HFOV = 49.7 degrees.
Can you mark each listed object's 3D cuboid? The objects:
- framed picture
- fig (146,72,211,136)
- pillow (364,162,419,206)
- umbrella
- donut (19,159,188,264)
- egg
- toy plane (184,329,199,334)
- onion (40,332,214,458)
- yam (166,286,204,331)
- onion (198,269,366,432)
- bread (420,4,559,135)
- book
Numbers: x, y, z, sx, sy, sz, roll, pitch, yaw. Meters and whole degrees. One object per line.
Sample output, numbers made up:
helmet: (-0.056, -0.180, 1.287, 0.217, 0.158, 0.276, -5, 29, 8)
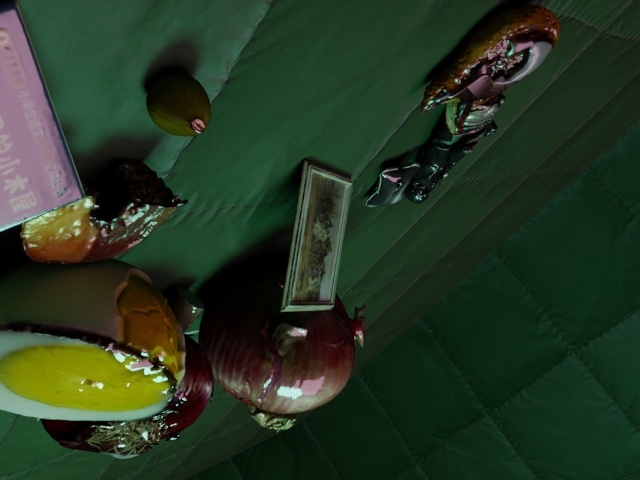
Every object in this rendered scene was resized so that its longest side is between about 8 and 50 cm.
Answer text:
framed picture: (0.000, 0.000, 1.295, 0.217, 0.017, 0.275, 6, 93, -65)
fig: (-0.164, -0.157, 0.822, 0.074, 0.088, 0.074, -29, 142, -26)
pillow: (0.152, -0.119, 1.480, 0.091, 0.055, 0.136, -40, 168, -31)
umbrella: (0.271, -0.185, 1.442, 0.113, 0.106, 0.358, -27, 160, -31)
donut: (-0.299, -0.043, 0.871, 0.141, 0.085, 0.217, -43, 158, 22)
egg: (-0.354, 0.124, 0.988, 0.336, 0.201, 0.337, -1, 143, -1)
toy plane: (-0.337, 0.280, 1.540, 0.181, 0.107, 0.273, -21, 161, -22)
onion: (-0.345, 0.259, 1.254, 0.313, 0.233, 0.314, -13, 148, -8)
yam: (-0.303, 0.163, 1.361, 0.179, 0.078, 0.078, -46, 158, 22)
onion: (-0.076, 0.205, 1.462, 0.353, 0.354, 0.354, -31, 160, -12)
bread: (0.293, -0.307, 1.212, 0.268, 0.095, 0.139, -38, 134, 24)
book: (-0.398, -0.068, 0.629, 0.322, 0.018, 0.228, -26, 138, -22)
